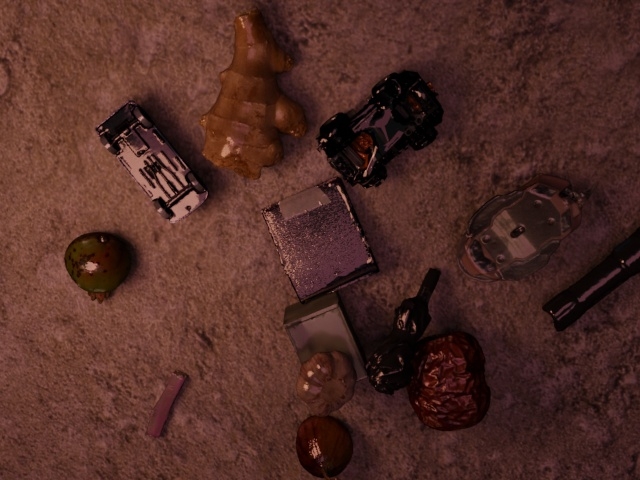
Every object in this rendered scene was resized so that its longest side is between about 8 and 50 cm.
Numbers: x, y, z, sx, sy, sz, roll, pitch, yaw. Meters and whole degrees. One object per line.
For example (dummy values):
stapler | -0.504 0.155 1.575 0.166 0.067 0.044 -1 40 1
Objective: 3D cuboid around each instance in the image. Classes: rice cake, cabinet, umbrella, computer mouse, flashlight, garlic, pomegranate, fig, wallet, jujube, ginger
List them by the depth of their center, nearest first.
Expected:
ginger | -0.138 -0.330 1.526 0.236 0.166 0.375 22 109 7
garlic | 0.013 0.325 1.540 0.147 0.102 0.159 -11 114 -13
computer mouse | 0.491 -0.039 1.587 0.389 0.115 0.199 -34 89 -3
umbrella | 0.213 0.213 1.596 0.118 0.118 0.340 33 67 -5
flashlight | 0.725 0.067 1.603 0.424 0.103 0.103 -42 98 10
jujube | 0.313 0.348 1.622 0.213 0.213 0.232 -13 89 6
wallet | 0.000 0.000 1.640 0.221 0.071 0.262 -23 93 8
pomegranate | -0.556 0.070 1.648 0.159 0.159 0.205 13 128 0
cabinet | 0.015 0.251 1.650 0.145 0.150 0.206 -23 101 3
fig | 0.009 0.559 1.717 0.148 0.202 0.149 -12 138 19
rice cake | -0.416 0.441 1.773 0.047 0.036 0.206 29 103 6

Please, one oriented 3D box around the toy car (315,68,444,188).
toy car | 0.147 -0.262 1.548 0.301 0.118 0.193 -37 107 9

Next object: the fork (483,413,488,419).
fork | 0.345 0.428 1.743 0.219 0.028 0.034 21 95 -6

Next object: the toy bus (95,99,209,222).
toy bus | -0.393 -0.186 1.583 0.125 0.133 0.292 -38 96 5
